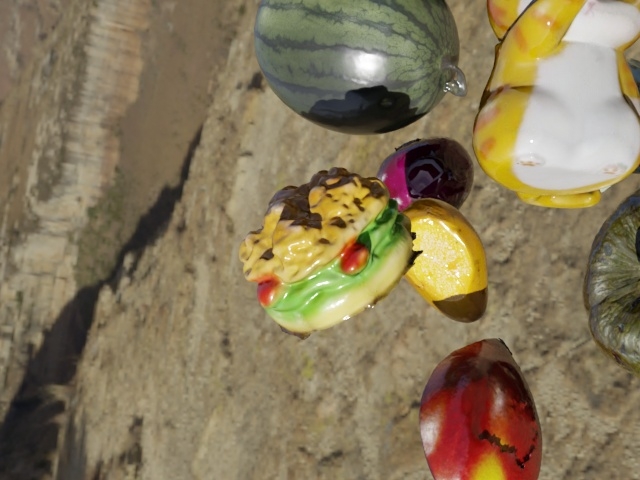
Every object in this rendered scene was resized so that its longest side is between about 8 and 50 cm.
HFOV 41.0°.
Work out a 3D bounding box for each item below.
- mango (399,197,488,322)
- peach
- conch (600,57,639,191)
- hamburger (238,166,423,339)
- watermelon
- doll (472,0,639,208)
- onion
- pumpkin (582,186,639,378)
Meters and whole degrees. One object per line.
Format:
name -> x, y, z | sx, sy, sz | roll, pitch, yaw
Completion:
mango -> 0.182, 0.031, 1.247 | 0.141, 0.217, 0.102 | -13, 28, 36
peach -> 0.227, 0.219, 1.102 | 0.068, 0.189, 0.279 | -40, 18, 44
conch -> 0.396, -0.154, 1.088 | 0.200, 0.172, 0.131 | -55, 1, -4
hamburger -> 0.000, 0.000, 1.082 | 0.237, 0.149, 0.237 | -28, 22, 13
watermelon -> 0.065, -0.307, 1.361 | 0.359, 0.278, 0.279 | 20, 102, 30
doll -> 0.232, -0.170, 0.827 | 0.162, 0.166, 0.270 | -161, 79, -77
onion -> 0.192, -0.085, 1.470 | 0.198, 0.173, 0.135 | 62, -178, 12
pumpkin -> 0.497, 0.089, 1.265 | 0.232, 0.242, 0.325 | -43, 42, 26
